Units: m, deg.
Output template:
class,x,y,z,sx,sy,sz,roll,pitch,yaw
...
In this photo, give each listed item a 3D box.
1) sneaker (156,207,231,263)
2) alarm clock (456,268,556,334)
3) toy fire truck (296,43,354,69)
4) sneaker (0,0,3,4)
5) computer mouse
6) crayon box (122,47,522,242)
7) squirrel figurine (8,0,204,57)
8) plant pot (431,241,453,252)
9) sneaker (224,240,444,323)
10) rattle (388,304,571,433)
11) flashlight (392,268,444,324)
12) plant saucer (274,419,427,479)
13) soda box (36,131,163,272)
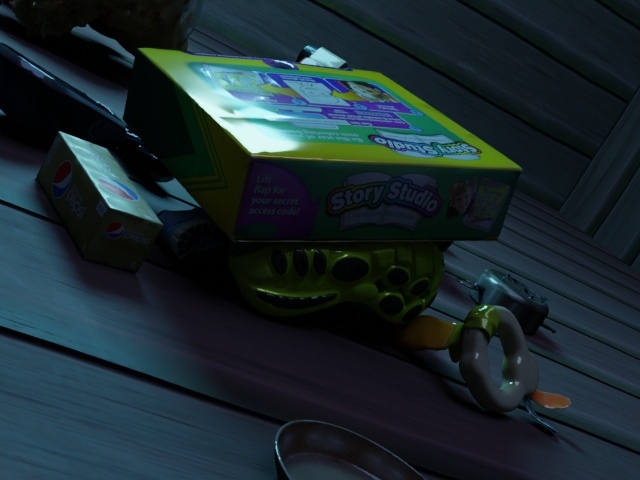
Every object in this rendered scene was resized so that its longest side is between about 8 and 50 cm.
class,x,y,z,sx,sy,sz,roll,pitch,yaw
sneaker,-0.121,-0.014,1.106,0.073,0.063,0.162,35,13,31
alarm clock,0.303,0.093,1.639,0.192,0.064,0.129,19,17,-29
toy fire truck,-0.034,-0.198,1.793,0.158,0.217,0.246,35,56,16
sneaker,-0.630,-0.457,1.548,0.281,0.106,0.162,24,12,-24
computer mouse,-0.307,-0.147,1.198,0.188,0.072,0.272,36,2,31
crayon box,-0.003,-0.112,1.153,0.362,0.106,0.313,0,30,-33
squirrel figurine,-0.408,-0.475,1.754,0.370,0.281,0.397,25,10,3
plant pot,0.151,-0.059,1.678,0.167,0.167,0.165,22,24,-32
sneaker,0.024,0.025,1.122,0.295,0.109,0.123,7,20,-38
rattle,0.195,0.166,1.198,0.199,0.142,0.130,39,37,-42
flashlight,0.000,0.000,1.256,0.304,0.103,0.103,36,38,2
plant saucer,0.034,0.197,0.737,0.168,0.029,0.168,29,14,-8
soda box,-0.225,-0.042,0.990,0.061,0.058,0.181,19,18,-38
